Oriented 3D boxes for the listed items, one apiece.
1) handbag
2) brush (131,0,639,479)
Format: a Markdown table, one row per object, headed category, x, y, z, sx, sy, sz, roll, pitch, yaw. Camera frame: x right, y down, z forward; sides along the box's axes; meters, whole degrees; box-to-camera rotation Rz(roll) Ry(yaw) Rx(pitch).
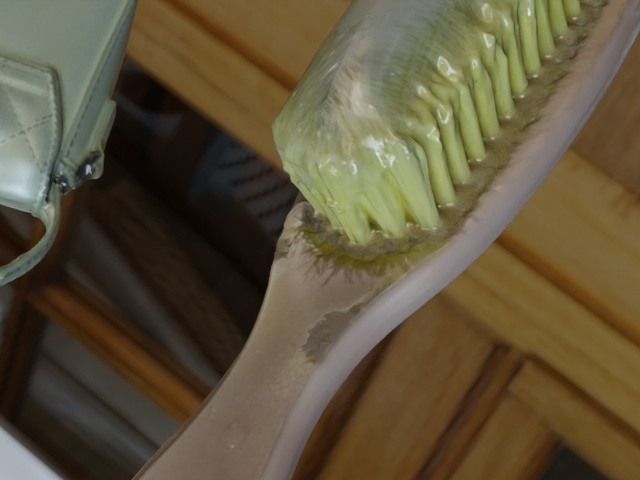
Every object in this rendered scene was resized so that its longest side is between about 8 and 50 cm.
| category | x | y | z | sx | sy | sz | roll | pitch | yaw |
| --- | --- | --- | --- | --- | --- | --- | --- | --- | --- |
| handbag | -0.221 | -0.083 | 0.761 | 0.079 | 0.256 | 0.219 | 120 | -11 | -61 |
| brush | -0.002 | -0.001 | 0.413 | 0.313 | 0.072 | 0.067 | -55 | 132 | -29 |
